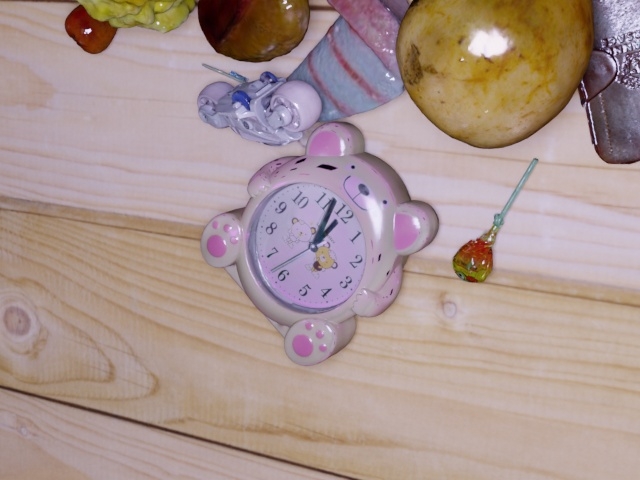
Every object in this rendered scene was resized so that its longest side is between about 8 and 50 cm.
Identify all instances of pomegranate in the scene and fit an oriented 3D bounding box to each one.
[{"bbox_3d":[0.216,-0.239,1.095,0.260,0.260,0.260,5,102,24],"label":"pomegranate"}]

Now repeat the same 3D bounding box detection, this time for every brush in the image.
[{"bbox_3d":[-0.150,-0.265,1.400,0.084,0.016,0.013,24,97,19],"label":"brush"}]

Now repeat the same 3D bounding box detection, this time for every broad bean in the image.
[{"bbox_3d":[-0.091,-0.335,1.276,0.228,0.122,0.156,1,94,52],"label":"broad bean"}]

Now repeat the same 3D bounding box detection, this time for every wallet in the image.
[{"bbox_3d":[0.394,-0.227,1.141,0.137,0.031,0.255,-11,95,26],"label":"wallet"}]

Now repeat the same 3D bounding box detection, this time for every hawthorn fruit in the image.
[{"bbox_3d":[-0.368,-0.357,1.459,0.081,0.081,0.093,44,85,12],"label":"hawthorn fruit"}]

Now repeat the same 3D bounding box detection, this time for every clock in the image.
[{"bbox_3d":[0.000,0.000,1.327,0.284,0.114,0.309,49,114,11],"label":"clock"}]

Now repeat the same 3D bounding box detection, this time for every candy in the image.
[{"bbox_3d":[0.249,-0.028,1.243,0.060,0.060,0.201,33,105,16],"label":"candy"}]

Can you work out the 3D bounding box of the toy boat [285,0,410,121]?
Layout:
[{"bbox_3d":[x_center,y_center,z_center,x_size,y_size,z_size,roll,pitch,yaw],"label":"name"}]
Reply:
[{"bbox_3d":[0.020,-0.251,1.285,0.282,0.096,0.206,-41,73,34],"label":"toy boat"}]

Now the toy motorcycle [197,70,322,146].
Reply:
[{"bbox_3d":[-0.091,-0.188,1.321,0.254,0.112,0.112,9,105,48],"label":"toy motorcycle"}]

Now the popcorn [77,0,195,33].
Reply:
[{"bbox_3d":[-0.294,-0.458,1.282,0.312,0.312,0.312,5,102,24],"label":"popcorn"}]
